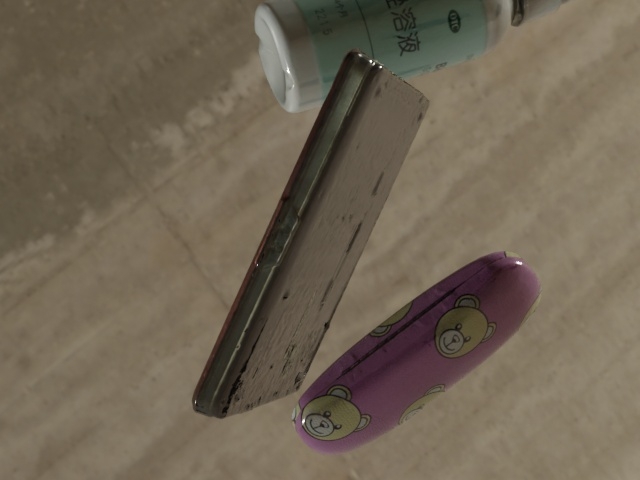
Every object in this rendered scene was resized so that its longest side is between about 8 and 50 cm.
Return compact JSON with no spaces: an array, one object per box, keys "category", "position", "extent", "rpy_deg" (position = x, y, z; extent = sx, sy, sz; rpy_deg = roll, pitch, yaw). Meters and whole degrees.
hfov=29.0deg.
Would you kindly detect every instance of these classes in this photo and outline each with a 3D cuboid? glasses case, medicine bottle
[{"category":"glasses case","position":[0.107,0.127,1.370],"extent":[0.316,0.123,0.076],"rpy_deg":[-37,-129,3]},{"category":"medicine bottle","position":[0.117,-0.222,1.194],"extent":[0.352,0.110,0.110],"rpy_deg":[-18,-158,-11]}]

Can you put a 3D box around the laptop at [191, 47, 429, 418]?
[{"category":"laptop","position":[0.000,0.000,0.696],"extent":[0.207,0.026,0.154],"rpy_deg":[-66,167,5]}]
